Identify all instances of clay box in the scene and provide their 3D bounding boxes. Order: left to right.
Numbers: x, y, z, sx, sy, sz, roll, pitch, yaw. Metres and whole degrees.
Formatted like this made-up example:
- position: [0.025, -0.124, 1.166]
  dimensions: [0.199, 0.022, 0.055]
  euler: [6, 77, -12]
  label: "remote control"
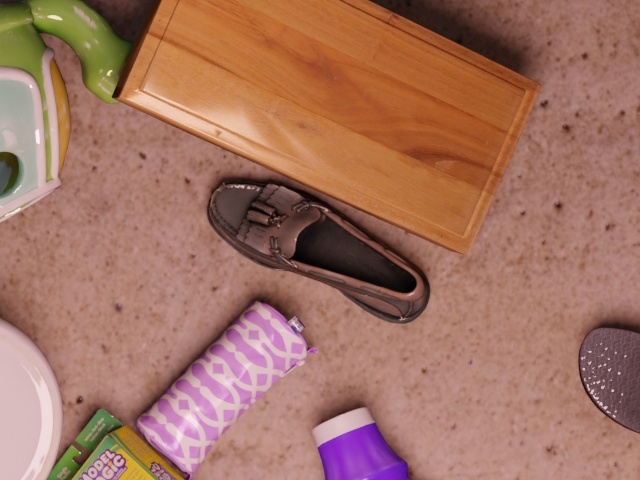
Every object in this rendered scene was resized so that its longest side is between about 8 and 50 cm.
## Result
- position: [-0.188, 0.293, 1.657]
  dimensions: [0.222, 0.053, 0.127]
  euler: [41, 108, 8]
  label: "clay box"

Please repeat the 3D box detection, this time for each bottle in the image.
- position: [0.075, 0.312, 1.651]
  dimensions: [0.118, 0.092, 0.282]
  euler: [-13, 73, -38]
  label: "bottle"

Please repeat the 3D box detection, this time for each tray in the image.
- position: [0.010, -0.158, 1.695]
  dimensions: [0.411, 0.076, 0.202]
  euler: [24, 89, -16]
  label: "tray"

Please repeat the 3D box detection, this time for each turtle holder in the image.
- position: [-0.366, -0.137, 1.717]
  dimensions: [0.320, 0.243, 0.227]
  euler: [-32, 93, -45]
  label: "turtle holder"

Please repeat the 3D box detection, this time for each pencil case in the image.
- position: [-0.101, 0.156, 1.705]
  dimensions: [0.206, 0.086, 0.088]
  euler: [-44, 106, -9]
  label: "pencil case"

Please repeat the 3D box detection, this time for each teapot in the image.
- position: [-0.398, 0.185, 1.647]
  dimensions: [0.256, 0.187, 0.252]
  euler: [-32, 106, -25]
  label: "teapot"

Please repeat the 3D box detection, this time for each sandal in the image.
- position: [0.384, 0.179, 1.722]
  dimensions: [0.254, 0.054, 0.097]
  euler: [30, 85, -3]
  label: "sandal"

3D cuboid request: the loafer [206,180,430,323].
- position: [0.000, 0.000, 1.739]
  dimensions: [0.267, 0.084, 0.096]
  euler: [26, 78, 6]
  label: "loafer"
